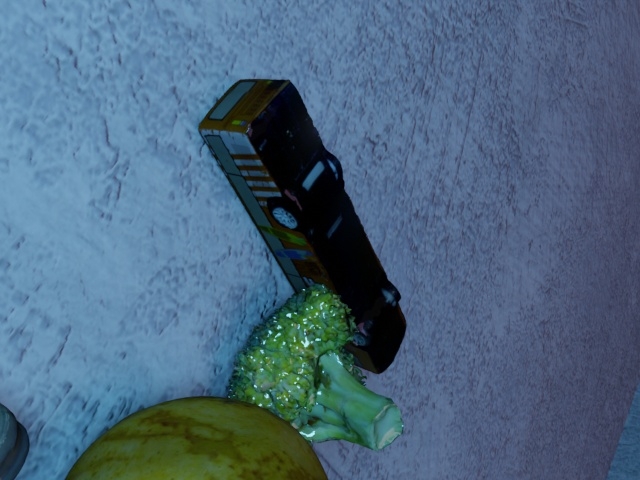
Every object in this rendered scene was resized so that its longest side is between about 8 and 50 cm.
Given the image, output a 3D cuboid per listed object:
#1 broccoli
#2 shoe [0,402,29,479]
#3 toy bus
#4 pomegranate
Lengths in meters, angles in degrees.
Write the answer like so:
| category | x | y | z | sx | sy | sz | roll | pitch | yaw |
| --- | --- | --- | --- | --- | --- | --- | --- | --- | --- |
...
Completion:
| category | x | y | z | sx | sy | sz | roll | pitch | yaw |
| --- | --- | --- | --- | --- | --- | --- | --- | --- | --- |
| broccoli | 0.007 | 0.158 | 0.909 | 0.194 | 0.194 | 0.220 | -20 | 120 | -51 |
| shoe | -0.324 | 0.185 | 0.526 | 0.293 | 0.109 | 0.149 | -54 | 133 | -37 |
| toy bus | 0.000 | 0.000 | 0.946 | 0.093 | 0.092 | 0.409 | -55 | 138 | -28 |
| pomegranate | -0.109 | 0.258 | 0.731 | 0.264 | 0.264 | 0.264 | -18 | 112 | -52 |
